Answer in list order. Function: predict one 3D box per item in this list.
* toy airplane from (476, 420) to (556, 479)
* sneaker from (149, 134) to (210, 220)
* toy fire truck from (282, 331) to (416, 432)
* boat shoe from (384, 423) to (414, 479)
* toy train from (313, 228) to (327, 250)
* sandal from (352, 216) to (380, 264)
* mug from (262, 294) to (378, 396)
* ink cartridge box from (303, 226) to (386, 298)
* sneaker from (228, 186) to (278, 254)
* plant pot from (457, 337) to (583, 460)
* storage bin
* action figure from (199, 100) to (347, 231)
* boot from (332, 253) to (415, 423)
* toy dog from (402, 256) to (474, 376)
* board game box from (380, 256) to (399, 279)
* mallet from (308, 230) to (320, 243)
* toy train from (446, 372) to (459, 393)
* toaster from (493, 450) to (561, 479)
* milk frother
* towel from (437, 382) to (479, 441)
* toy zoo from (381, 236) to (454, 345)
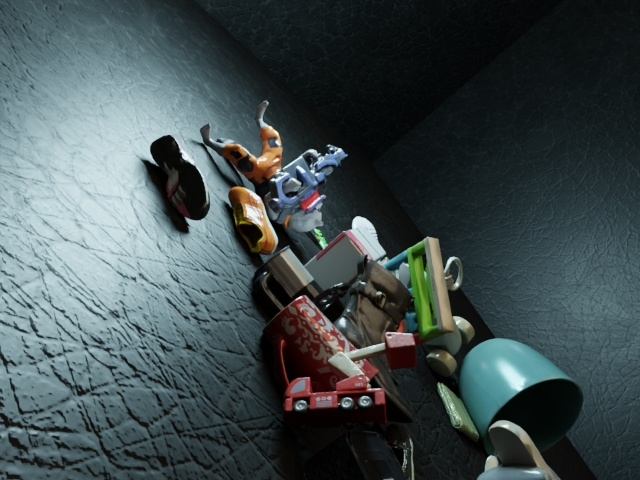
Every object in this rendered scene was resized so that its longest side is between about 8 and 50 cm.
[{"bbox_3d":[0.396,0.531,0.933,0.386,0.272,0.385,47,-26,50],"label":"toy airplane"},{"bbox_3d":[-0.234,-0.108,1.044,0.178,0.072,0.077,64,8,25],"label":"sneaker"},{"bbox_3d":[0.044,0.198,0.834,0.135,0.192,0.047,-89,172,-54],"label":"toy fire truck"},{"bbox_3d":[0.129,0.358,0.995,0.042,0.049,0.133,53,17,-22],"label":"boat shoe"},{"bbox_3d":[0.000,0.000,1.580,0.023,0.017,0.083,21,30,-44],"label":"toy train"},{"bbox_3d":[0.122,0.055,1.723,0.102,0.076,0.265,15,56,-43],"label":"sandal"},{"bbox_3d":[-0.009,0.179,0.916,0.169,0.113,0.150,49,12,10],"label":"mug"},{"bbox_3d":[0.045,0.055,1.287,0.092,0.158,0.218,50,14,5],"label":"ink cartridge box"},{"bbox_3d":[-0.143,-0.047,1.173,0.067,0.064,0.175,13,35,-51],"label":"sneaker"},{"bbox_3d":[0.513,0.408,1.597,0.293,0.293,0.235,40,11,-34],"label":"plant pot"},{"bbox_3d":[0.067,0.349,0.763,0.122,0.084,0.180,30,25,-54],"label":"storage bin"},{"bbox_3d":[-0.093,-0.166,1.418,0.330,0.178,0.341,56,39,3],"label":"action figure"},{"bbox_3d":[0.123,0.180,1.087,0.263,0.091,0.229,50,51,-18],"label":"boot"},{"bbox_3d":[0.296,0.212,1.637,0.220,0.161,0.334,-25,108,-38],"label":"toy dog"},{"bbox_3d":[0.242,0.143,1.898,0.147,0.045,0.193,50,14,-4],"label":"board game box"},{"bbox_3d":[-0.060,-0.073,1.557,0.190,0.039,0.062,53,11,-11],"label":"mallet"},{"bbox_3d":[0.407,0.431,1.714,0.158,0.027,0.036,50,26,-6],"label":"toy train"},{"bbox_3d":[0.493,0.596,1.349,0.227,0.129,0.146,48,16,-13],"label":"toaster"},{"bbox_3d":[-0.032,0.072,1.044,0.135,0.143,0.129,51,18,3],"label":"milk frother"},{"bbox_3d":[0.352,0.442,1.513,0.110,0.027,0.148,42,15,-33],"label":"towel"},{"bbox_3d":[0.156,0.137,1.230,0.030,0.293,0.192,10,61,-29],"label":"toy zoo"}]
